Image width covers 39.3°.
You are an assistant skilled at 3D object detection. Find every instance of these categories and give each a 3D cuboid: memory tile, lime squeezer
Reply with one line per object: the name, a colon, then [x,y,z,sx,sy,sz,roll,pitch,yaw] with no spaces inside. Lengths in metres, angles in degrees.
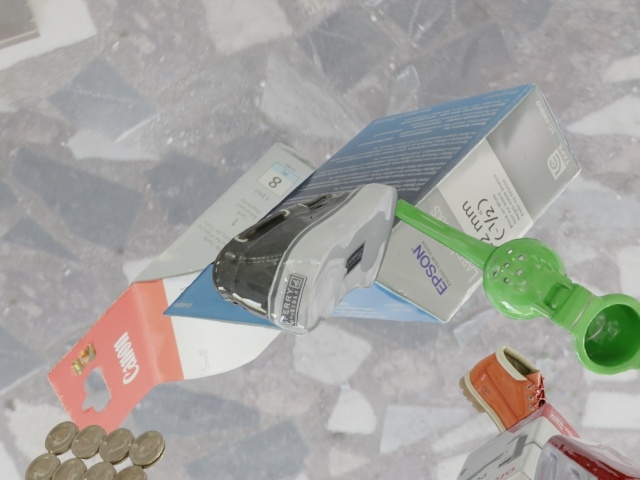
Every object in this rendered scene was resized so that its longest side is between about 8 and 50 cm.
memory tile: [-0.222,0.225,0.845,0.148,0.113,0.012,0,137,30]
lime squeezer: [0.171,0.054,0.624,0.310,0.110,0.059,33,75,15]

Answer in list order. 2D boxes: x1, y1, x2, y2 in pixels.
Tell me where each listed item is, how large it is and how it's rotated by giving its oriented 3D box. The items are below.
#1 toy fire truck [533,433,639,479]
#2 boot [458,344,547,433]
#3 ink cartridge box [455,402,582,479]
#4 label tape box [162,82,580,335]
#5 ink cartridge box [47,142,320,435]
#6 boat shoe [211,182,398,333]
toy fire truck: [0.117,0.223,0.397,0.169,0.302,0.253,13,86,5]
boot: [0.240,0.193,1.034,0.158,0.059,0.084,46,125,14]
ink cartridge box: [0.158,0.202,0.735,0.099,0.135,0.056,-42,85,24]
label tape box: [0.049,0.000,0.870,0.347,0.249,0.115,-45,113,-27]
ink cartridge box: [-0.143,0.102,1.115,0.091,0.385,0.308,35,154,15]
boat shoe: [0.000,0.000,0.379,0.040,0.142,0.049,16,106,15]
